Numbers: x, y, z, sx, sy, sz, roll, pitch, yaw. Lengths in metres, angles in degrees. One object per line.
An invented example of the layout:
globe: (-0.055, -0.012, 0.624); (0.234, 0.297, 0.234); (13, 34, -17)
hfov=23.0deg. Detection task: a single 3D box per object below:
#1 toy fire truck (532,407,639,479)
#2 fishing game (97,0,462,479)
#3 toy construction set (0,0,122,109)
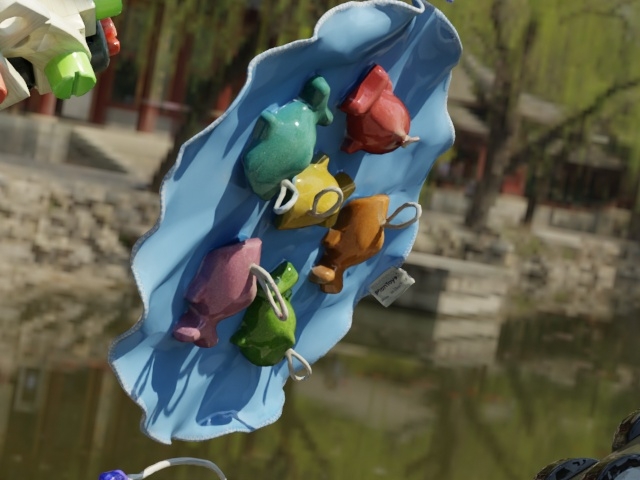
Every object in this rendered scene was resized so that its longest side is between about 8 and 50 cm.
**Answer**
toy fire truck: (0.260, 0.187, 0.818); (0.217, 0.246, 0.158); (-29, -3, -13)
fishing game: (0.000, 0.000, 0.558); (0.041, 0.264, 0.189); (32, 8, 24)
toy construction set: (-0.207, -0.211, 1.001); (0.151, 0.327, 0.215); (-5, -25, -9)
